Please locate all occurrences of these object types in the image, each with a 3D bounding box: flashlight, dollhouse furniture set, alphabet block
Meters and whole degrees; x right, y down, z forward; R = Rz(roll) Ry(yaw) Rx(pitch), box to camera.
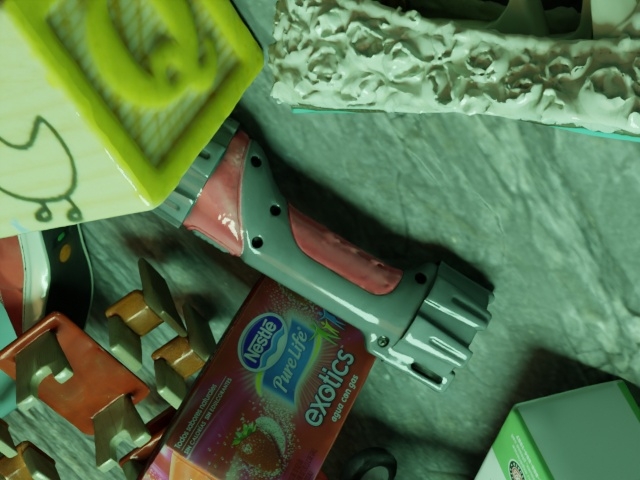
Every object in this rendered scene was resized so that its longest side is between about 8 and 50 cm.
[{"bbox_3d":[0.000,0.000,1.120,0.304,0.103,0.103,29,132,-5],"label":"flashlight"},{"bbox_3d":[-0.211,0.163,1.342,0.262,0.135,0.259,-35,129,7],"label":"dollhouse furniture set"},{"bbox_3d":[-0.196,-0.136,1.019,0.197,0.193,0.192,-10,128,39],"label":"alphabet block"}]

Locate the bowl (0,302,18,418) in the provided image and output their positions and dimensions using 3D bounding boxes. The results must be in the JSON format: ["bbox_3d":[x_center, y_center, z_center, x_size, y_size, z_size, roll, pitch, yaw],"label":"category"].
[{"bbox_3d":[-0.436,0.107,1.450,0.312,0.163,0.311,16,139,14],"label":"bowl"}]

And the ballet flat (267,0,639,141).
[{"bbox_3d":[0.140,-0.133,0.861,0.409,0.147,0.147,8,136,26],"label":"ballet flat"}]

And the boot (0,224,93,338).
[{"bbox_3d":[-0.324,0.010,1.336,0.176,0.088,0.244,14,125,21],"label":"boot"}]

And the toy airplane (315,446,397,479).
[{"bbox_3d":[-0.012,0.413,1.323,0.384,0.272,0.386,69,160,7],"label":"toy airplane"}]

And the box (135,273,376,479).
[{"bbox_3d":[-0.045,0.134,1.156,0.123,0.257,0.128,32,141,-3],"label":"box"}]

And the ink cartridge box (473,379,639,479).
[{"bbox_3d":[0.219,0.286,1.182,0.278,0.117,0.201,105,148,-50],"label":"ink cartridge box"}]
